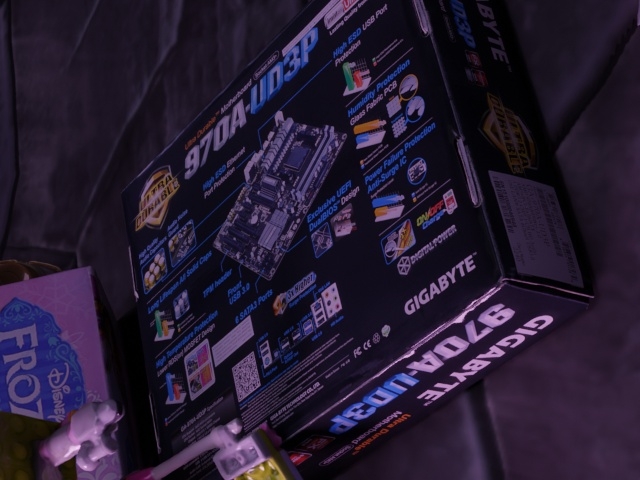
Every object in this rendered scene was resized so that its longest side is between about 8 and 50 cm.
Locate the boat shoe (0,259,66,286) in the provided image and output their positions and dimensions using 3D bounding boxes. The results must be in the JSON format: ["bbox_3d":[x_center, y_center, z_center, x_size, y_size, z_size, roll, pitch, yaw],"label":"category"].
[{"bbox_3d":[-0.186,0.036,0.867,0.135,0.045,0.050,1,87,48],"label":"boat shoe"}]

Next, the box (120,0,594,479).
[{"bbox_3d":[0.000,0.000,0.635,0.220,0.051,0.175,-41,50,38],"label":"box"}]

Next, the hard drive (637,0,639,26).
[{"bbox_3d":[0.154,-0.141,0.506,0.094,0.022,0.135,-6,74,51],"label":"hard drive"}]

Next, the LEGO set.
[{"bbox_3d":[-0.088,0.103,0.568,0.107,0.287,0.132,-34,18,33],"label":"LEGO set"}]

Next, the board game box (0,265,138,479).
[{"bbox_3d":[-0.232,0.190,0.690,0.066,0.318,0.318,81,175,-58],"label":"board game box"}]
